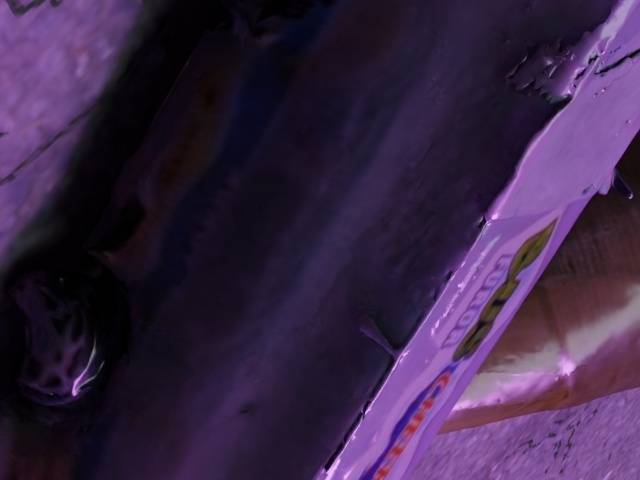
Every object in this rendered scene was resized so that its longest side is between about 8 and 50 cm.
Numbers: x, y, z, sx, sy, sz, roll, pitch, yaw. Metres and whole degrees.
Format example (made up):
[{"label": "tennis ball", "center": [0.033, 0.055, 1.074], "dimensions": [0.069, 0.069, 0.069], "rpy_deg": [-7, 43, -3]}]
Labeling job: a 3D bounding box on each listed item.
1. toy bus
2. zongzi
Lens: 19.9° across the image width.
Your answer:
[{"label": "toy bus", "center": [0.000, 0.000, 0.601], "dimensions": [0.112, 0.138, 0.317], "rpy_deg": [-5, 131, -59]}, {"label": "zongzi", "center": [0.142, -0.043, 0.788], "dimensions": [0.300, 0.145, 0.274], "rpy_deg": [-12, 131, -44]}]
